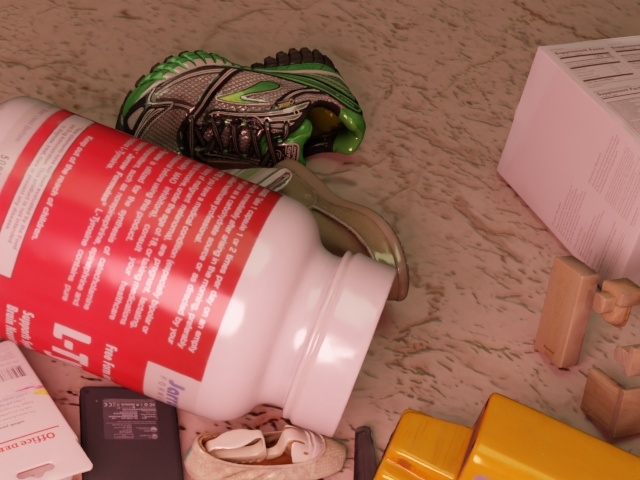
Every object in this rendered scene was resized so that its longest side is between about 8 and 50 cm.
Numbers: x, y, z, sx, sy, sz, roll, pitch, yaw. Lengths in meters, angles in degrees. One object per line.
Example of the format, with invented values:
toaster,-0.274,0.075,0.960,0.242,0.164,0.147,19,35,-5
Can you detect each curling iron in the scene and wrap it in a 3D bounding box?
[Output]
curling iron,0.032,0.270,1.306,0.068,0.035,0.274,13,39,-1

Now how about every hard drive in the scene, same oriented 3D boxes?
hard drive,-0.182,0.196,1.342,0.094,0.022,0.135,3,40,-14

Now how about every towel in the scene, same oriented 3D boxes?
towel,-0.116,-0.049,1.598,0.152,0.023,0.113,1,29,48

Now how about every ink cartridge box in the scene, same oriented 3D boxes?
ink cartridge box,-0.296,0.182,1.294,0.104,0.061,0.181,-15,46,-32

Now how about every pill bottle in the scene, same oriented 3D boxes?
pill bottle,-0.146,0.034,1.335,0.408,0.229,0.229,21,39,4

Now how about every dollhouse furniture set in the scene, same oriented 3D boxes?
dollhouse furniture set,0.336,0.108,1.533,0.123,0.144,0.151,-5,27,-29

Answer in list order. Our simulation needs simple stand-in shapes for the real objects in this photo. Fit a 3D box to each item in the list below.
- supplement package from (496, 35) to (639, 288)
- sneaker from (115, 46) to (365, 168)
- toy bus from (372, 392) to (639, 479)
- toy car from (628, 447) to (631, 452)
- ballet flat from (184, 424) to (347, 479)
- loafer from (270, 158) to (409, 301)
supplement package,0.390,-0.099,1.735,0.198,0.199,0.262,-10,44,-28
sneaker,-0.092,-0.150,1.707,0.344,0.134,0.146,-14,47,-31
toy bus,0.220,0.248,1.304,0.333,0.130,0.108,24,39,5
toy car,0.360,0.225,1.455,0.060,0.040,0.122,38,44,28
ballet flat,-0.047,0.204,1.349,0.168,0.052,0.057,-4,42,-21
loafer,0.000,0.000,1.585,0.092,0.102,0.268,-26,39,-25
